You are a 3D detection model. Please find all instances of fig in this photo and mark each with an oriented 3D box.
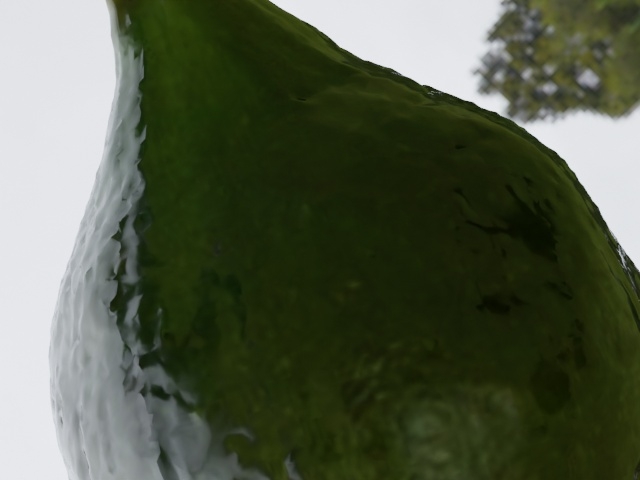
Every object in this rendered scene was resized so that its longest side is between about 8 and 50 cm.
[{"bbox_3d":[0.000,0.000,0.498,0.203,0.203,0.235,-33,-71,-65],"label":"fig"}]
